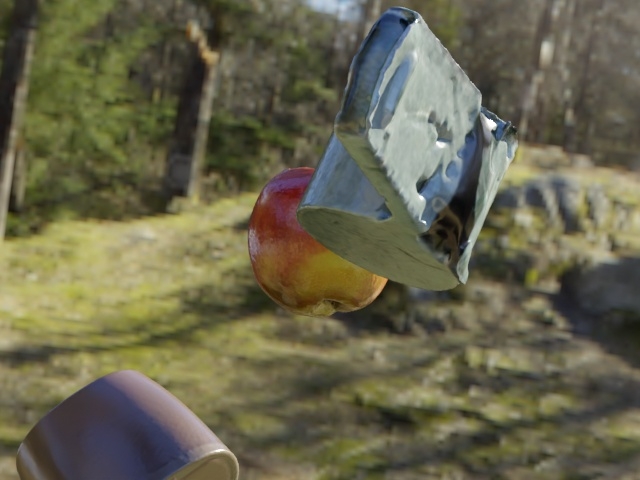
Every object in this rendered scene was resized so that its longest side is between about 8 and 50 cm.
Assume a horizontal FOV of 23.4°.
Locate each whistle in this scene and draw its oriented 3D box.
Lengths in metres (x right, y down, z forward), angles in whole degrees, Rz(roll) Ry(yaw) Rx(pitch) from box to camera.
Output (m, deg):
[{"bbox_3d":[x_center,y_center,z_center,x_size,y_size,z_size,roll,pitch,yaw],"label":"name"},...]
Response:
[{"bbox_3d":[0.097,-0.077,1.532,0.188,0.168,0.405,24,-14,1],"label":"whistle"}]

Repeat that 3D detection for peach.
[{"bbox_3d":[0.000,0.000,1.992,0.190,0.192,0.190,-4,-9,-1],"label":"peach"}]

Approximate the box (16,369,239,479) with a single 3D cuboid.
[{"bbox_3d":[-0.294,0.346,2.296,0.216,0.301,0.301,48,23,25],"label":"box"}]
